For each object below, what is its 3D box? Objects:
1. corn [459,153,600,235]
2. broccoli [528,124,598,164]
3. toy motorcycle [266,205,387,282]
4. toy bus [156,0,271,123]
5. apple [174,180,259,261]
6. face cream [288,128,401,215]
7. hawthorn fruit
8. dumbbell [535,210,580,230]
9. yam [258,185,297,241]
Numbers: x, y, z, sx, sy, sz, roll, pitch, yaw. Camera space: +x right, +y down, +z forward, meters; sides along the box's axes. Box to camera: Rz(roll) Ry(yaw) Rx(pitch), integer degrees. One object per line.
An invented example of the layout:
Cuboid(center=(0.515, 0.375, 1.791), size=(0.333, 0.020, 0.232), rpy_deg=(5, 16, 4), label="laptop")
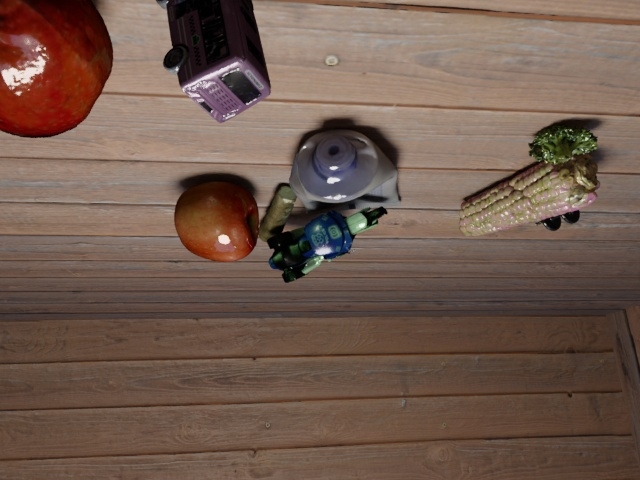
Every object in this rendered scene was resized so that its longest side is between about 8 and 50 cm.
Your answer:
Cuboid(center=(0.454, -0.089, 1.116), size=(0.127, 0.126, 0.335), rpy_deg=(8, 160, -27), label="corn")
Cuboid(center=(0.448, -0.171, 0.919), size=(0.097, 0.091, 0.095), rpy_deg=(23, 141, -13), label="broccoli")
Cuboid(center=(0.000, 0.000, 1.161), size=(0.196, 0.125, 0.331), rpy_deg=(-20, 176, -43), label="toy motorcycle")
Cuboid(center=(-0.117, -0.232, 0.564), size=(0.099, 0.178, 0.087), rpy_deg=(-22, 156, 17), label="toy bus")
Cuboid(center=(-0.223, -0.040, 1.093), size=(0.169, 0.180, 0.181), rpy_deg=(-7, 160, 8), label="apple")
Cuboid(center=(0.054, -0.110, 1.049), size=(0.235, 0.137, 0.420), rpy_deg=(-7, 169, 7), label="face cream")
Cuboid(center=(-0.334, -0.223, 0.539), size=(0.190, 0.189, 0.251), rpy_deg=(1, 170, -9), label="hawthorn fruit")
Cuboid(center=(0.608, -0.066, 1.265), size=(0.070, 0.069, 0.147), rpy_deg=(7, 160, -23), label="dumbbell")
Cuboid(center=(-0.108, -0.063, 1.232), size=(0.061, 0.061, 0.274), rpy_deg=(3, 159, -15), label="yam")
